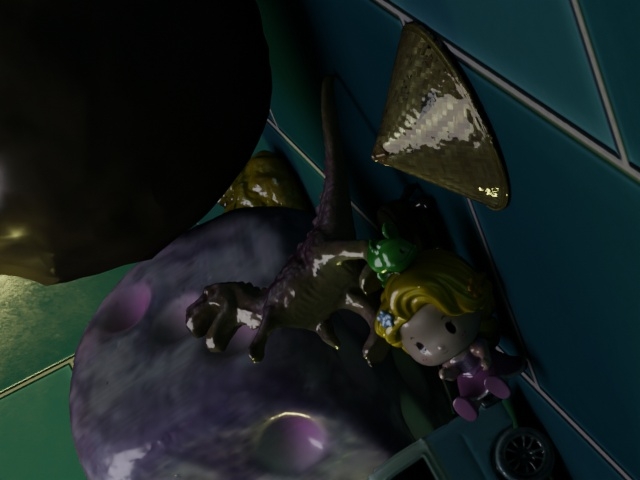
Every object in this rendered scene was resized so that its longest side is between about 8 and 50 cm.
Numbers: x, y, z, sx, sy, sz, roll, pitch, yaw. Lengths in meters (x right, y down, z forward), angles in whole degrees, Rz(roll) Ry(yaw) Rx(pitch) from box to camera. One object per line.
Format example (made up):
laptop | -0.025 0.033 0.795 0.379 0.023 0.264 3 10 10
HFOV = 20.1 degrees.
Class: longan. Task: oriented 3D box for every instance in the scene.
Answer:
longan | -0.231 -0.181 1.658 0.436 0.404 0.404 -71 -36 -56

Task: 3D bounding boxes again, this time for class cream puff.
cream puff | -0.073 -0.025 2.073 0.146 0.116 0.146 62 175 9

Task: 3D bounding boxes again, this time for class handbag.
handbag | 0.078 0.011 1.473 0.072 0.047 0.111 49 162 57

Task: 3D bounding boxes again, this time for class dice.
dice | -0.053 0.153 1.680 0.270 0.271 0.270 46 -158 -34

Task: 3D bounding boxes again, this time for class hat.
hat | 0.064 -0.071 1.236 0.146 0.067 0.146 61 172 15

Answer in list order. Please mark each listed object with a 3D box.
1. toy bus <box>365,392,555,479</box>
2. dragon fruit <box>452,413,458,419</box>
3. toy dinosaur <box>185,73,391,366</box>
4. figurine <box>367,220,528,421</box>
toy bus | 0.149 0.281 1.480 0.271 0.164 0.133 61 171 15
dragon fruit | 0.109 0.242 1.773 0.175 0.142 0.138 40 130 13
toy dinosaur | -0.003 0.000 1.486 0.072 0.251 0.200 18 -170 -47
figurine | 0.091 0.048 1.394 0.156 0.095 0.115 47 -163 -13
